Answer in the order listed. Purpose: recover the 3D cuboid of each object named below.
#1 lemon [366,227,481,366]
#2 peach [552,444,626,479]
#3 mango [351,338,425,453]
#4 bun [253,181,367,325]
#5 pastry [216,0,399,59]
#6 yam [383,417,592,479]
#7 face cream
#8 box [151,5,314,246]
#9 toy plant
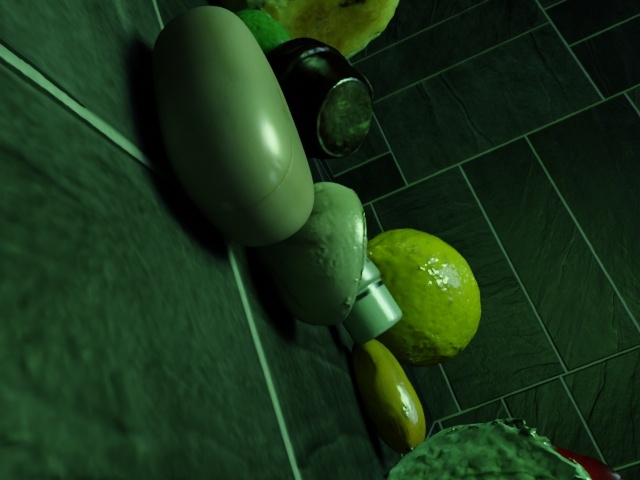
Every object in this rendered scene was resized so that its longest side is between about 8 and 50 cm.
[{"bbox_3d":[0.170,0.105,0.947,0.310,0.253,0.254,42,20,-33],"label":"lemon"},{"bbox_3d":[0.438,0.572,0.960,0.388,0.388,0.389,-23,90,-83],"label":"peach"},{"bbox_3d":[0.091,0.208,0.696,0.190,0.075,0.098,-112,-170,-45],"label":"mango"},{"bbox_3d":[-0.018,0.011,0.472,0.138,0.094,0.138,-175,-90,-75],"label":"bun"},{"bbox_3d":[-0.034,-0.530,0.958,0.313,0.388,0.388,67,6,30],"label":"pastry"},{"bbox_3d":[0.175,0.328,0.411,0.241,0.240,0.348,-103,166,-57],"label":"yam"},{"bbox_3d":[0.000,0.000,0.718,0.314,0.089,0.143,56,6,8],"label":"face cream"},{"bbox_3d":[-0.068,-0.091,0.392,0.146,0.088,0.200,55,12,-56],"label":"box"},{"bbox_3d":[-0.045,-0.222,0.739,0.235,0.175,0.218,32,-25,36],"label":"toy plant"}]
